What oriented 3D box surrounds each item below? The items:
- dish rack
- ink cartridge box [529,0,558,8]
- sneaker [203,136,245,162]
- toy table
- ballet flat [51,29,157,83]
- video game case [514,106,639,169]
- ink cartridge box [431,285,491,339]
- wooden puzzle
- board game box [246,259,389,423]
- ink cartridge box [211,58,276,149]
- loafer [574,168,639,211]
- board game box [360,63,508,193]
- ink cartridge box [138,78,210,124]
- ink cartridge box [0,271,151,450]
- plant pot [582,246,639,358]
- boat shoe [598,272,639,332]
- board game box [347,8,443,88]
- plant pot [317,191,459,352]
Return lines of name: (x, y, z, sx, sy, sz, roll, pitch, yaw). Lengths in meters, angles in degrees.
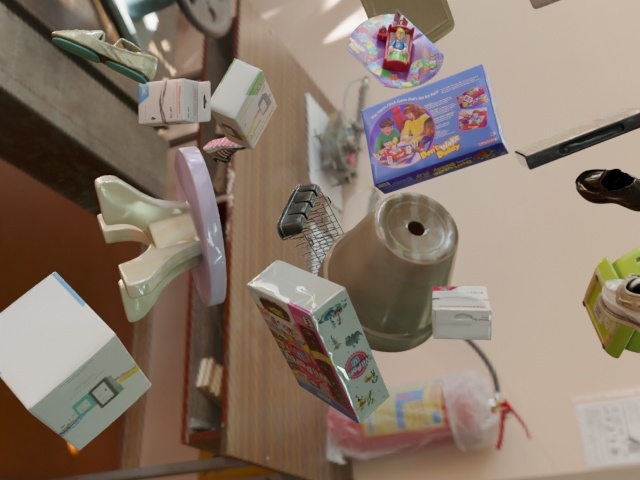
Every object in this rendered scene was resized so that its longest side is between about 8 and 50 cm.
dish rack: (0.000, 0.000, 1.986, 0.271, 0.074, 0.208, 60, 33, -29)
ink cartridge box: (0.363, -0.519, 1.074, 0.308, 0.091, 0.385, 63, -6, -11)
sneaker: (-0.291, -0.289, 2.415, 0.075, 0.170, 0.063, 60, 37, -34)
toy table: (-0.254, -0.003, 1.200, 0.252, 0.160, 0.274, -147, -134, -62)
ballet flat: (-0.342, -0.306, 1.209, 0.168, 0.057, 0.052, 23, 78, -14)
video game case: (0.530, -0.209, 1.541, 0.275, 0.248, 0.035, -41, 110, -76)
ink cartridge box: (0.270, 0.138, 1.451, 0.150, 0.109, 0.063, -58, 147, -74)
wooden puzzle: (0.188, -0.526, 1.681, 0.221, 0.044, 0.239, -38, 124, -21)
board game box: (-0.003, 0.207, 1.561, 0.097, 0.224, 0.303, -39, 124, -23)
ink cartridge box: (-0.207, -0.362, 2.034, 0.154, 0.093, 0.212, -62, 167, -11)
loafer: (0.618, -0.124, 1.598, 0.078, 0.080, 0.220, 46, -8, -23)
board game box: (0.293, -0.288, 1.982, 0.078, 0.347, 0.233, 31, 46, -58)
ink cartridge box: (-0.360, -0.340, 1.856, 0.060, 0.180, 0.104, -3, 92, -62)
ink cartridge box: (-0.493, 0.241, 1.470, 0.197, 0.198, 0.270, -42, 156, -19)
plant pot: (0.797, 0.156, 1.891, 0.228, 0.207, 0.227, 83, -4, -54)
boat shoe: (0.600, 0.110, 1.376, 0.302, 0.113, 0.103, -107, -167, -77)
board game box: (0.130, -0.338, 1.302, 0.169, 0.133, 0.033, 50, -20, 21)
plant pot: (0.173, 0.049, 1.700, 0.280, 0.323, 0.323, 110, -15, -54)
